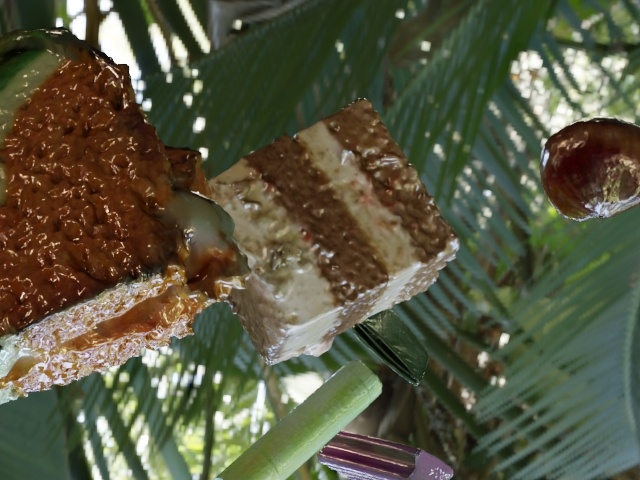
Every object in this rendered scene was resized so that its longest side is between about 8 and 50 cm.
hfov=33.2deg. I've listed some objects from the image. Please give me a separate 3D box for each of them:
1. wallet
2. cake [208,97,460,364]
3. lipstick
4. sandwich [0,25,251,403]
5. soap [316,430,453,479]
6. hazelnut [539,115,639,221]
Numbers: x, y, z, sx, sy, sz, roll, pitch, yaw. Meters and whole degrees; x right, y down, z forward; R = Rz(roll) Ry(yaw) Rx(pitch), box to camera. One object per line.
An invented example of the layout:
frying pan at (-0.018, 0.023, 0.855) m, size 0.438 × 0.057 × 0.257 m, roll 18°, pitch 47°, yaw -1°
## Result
wallet at (0.131, 0.189, 1.981) m, size 0.160 × 0.055 × 0.236 m, roll 42°, pitch -168°, yaw 3°
cake at (0.000, 0.000, 1.478) m, size 0.290 × 0.282 × 0.256 m, roll -31°, pitch -102°, yaw -15°
lipstick at (-0.028, 0.290, 1.617) m, size 0.076 × 0.076 × 0.304 m, roll 32°, pitch -128°, yaw 33°
sandwich at (-0.164, -0.012, 0.682) m, size 0.212 × 0.109 × 0.292 m, roll -9°, pitch -128°, yaw -15°
soap at (0.106, 0.373, 1.787) m, size 0.203 × 0.066 × 0.122 m, roll 5°, pitch 157°, yaw 42°
hazelnut at (0.470, -0.120, 1.789) m, size 0.203 × 0.178 × 0.178 m, roll -4°, pitch -150°, yaw 5°
